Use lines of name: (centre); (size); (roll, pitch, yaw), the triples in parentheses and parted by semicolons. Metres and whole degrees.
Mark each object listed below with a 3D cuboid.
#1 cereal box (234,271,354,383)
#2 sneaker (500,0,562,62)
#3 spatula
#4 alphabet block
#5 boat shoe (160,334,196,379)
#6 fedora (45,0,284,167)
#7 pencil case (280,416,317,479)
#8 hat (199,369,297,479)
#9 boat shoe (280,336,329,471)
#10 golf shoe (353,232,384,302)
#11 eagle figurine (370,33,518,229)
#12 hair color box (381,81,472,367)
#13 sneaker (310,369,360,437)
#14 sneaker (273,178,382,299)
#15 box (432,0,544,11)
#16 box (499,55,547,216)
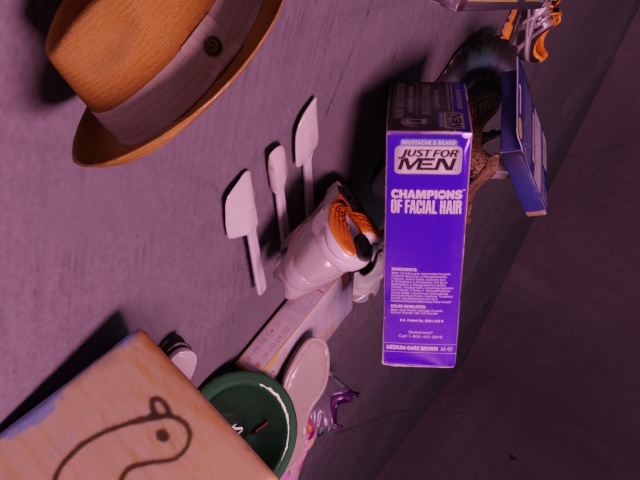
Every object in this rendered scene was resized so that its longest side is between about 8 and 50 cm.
cereal box: (-0.033, 0.141, 1.252); (0.240, 0.047, 0.173); (-50, 159, -27)
sneaker: (0.373, -0.398, 1.403); (0.084, 0.083, 0.214); (-41, 154, -39)
spatula: (-0.051, -0.038, 0.978); (0.168, 0.019, 0.242); (-56, 164, -26)
alphabet block: (-0.167, 0.240, 0.773); (0.192, 0.197, 0.193); (-40, 155, -20)
boat shoe: (-0.176, 0.162, 0.929); (0.046, 0.038, 0.125); (5, 119, -33)
fedora: (-0.107, -0.136, 0.511); (0.079, 0.194, 0.194); (42, 78, -34)
pencil case: (-0.095, 0.388, 1.364); (0.124, 0.124, 0.284); (-33, 149, -53)
hat: (-0.152, 0.275, 1.173); (0.184, 0.173, 0.208); (0, -116, 63)
boat shoe: (-0.046, 0.230, 1.208); (0.075, 0.065, 0.206); (10, 99, -36)
golf shoe: (0.102, 0.025, 1.399); (0.176, 0.069, 0.086); (-50, 154, -29)
eagle figurine: (0.225, -0.152, 1.318); (0.226, 0.225, 0.298); (-24, -139, 34)
hair color box: (0.137, -0.021, 1.101); (0.185, 0.110, 0.338); (-78, 167, -60)
sneaker: (-0.021, 0.350, 1.537); (0.223, 0.098, 0.083); (-56, 162, -9)
sneaker: (0.000, 0.000, 1.042); (0.121, 0.099, 0.262); (-35, -178, 14)
box: (0.258, -0.443, 1.010); (0.395, 0.097, 0.318); (-28, 143, -58)
box: (0.291, -0.147, 1.194); (0.225, 0.037, 0.136); (50, 42, -55)
